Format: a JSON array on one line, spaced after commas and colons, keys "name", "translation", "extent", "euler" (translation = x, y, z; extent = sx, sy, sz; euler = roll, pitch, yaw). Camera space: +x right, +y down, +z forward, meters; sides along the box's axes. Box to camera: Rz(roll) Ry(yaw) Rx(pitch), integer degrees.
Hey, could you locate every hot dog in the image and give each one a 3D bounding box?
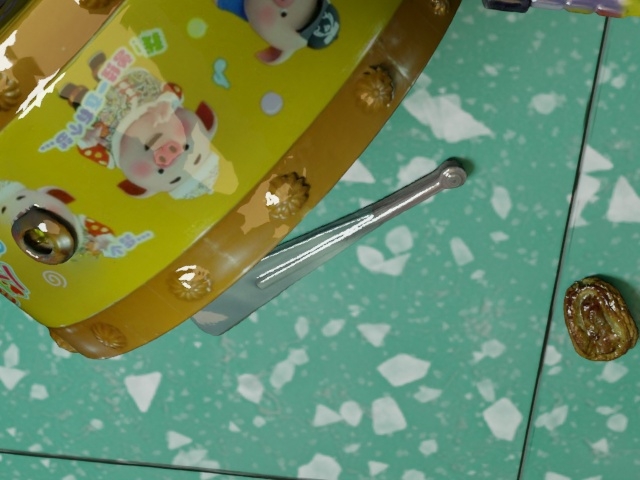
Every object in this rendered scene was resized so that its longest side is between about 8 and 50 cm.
[{"name": "hot dog", "translation": [0.245, 0.072, 1.489], "extent": [0.058, 0.035, 0.083], "euler": [-19, 117, 16]}]

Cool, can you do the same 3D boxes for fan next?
[{"name": "fan", "translation": [0.000, 0.000, 1.465], "extent": [0.282, 0.023, 0.057], "euler": [-31, 105, 18]}]

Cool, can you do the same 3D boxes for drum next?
[{"name": "drum", "translation": [-0.112, -0.138, 1.165], "extent": [0.214, 0.431, 0.431], "euler": [41, 113, -20]}]

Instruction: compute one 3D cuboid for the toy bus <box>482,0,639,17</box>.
[{"name": "toy bus", "translation": [0.238, -0.380, 1.135], "extent": [0.249, 0.209, 0.440], "euler": [6, 120, -3]}]
